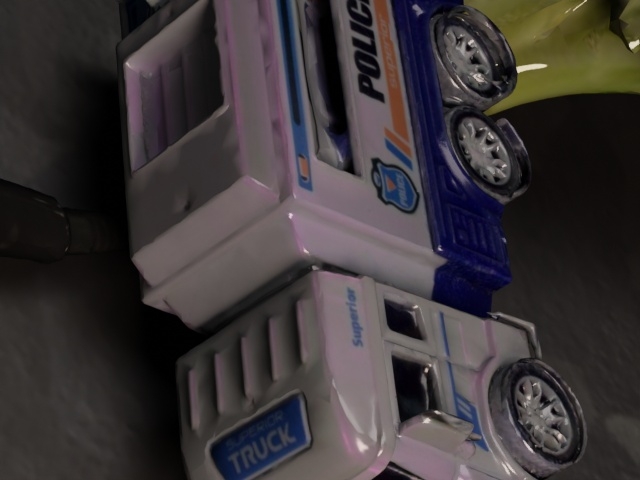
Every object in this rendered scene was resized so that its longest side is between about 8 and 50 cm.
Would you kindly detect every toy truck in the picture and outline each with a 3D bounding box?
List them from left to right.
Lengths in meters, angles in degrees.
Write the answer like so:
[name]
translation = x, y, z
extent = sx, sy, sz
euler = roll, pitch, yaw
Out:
[toy truck]
translation = 0.000, 0.000, 0.769
extent = 0.155, 0.124, 0.268
euler = 22, 48, -38

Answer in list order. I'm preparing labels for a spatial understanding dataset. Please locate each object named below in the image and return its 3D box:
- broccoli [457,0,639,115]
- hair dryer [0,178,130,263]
[broccoli]
translation = 0.175, -0.176, 0.931
extent = 0.272, 0.324, 0.334
euler = -49, 120, -28
[hair dryer]
translation = -0.196, -0.036, 0.718
extent = 0.359, 0.120, 0.304
euler = 6, 41, -46
